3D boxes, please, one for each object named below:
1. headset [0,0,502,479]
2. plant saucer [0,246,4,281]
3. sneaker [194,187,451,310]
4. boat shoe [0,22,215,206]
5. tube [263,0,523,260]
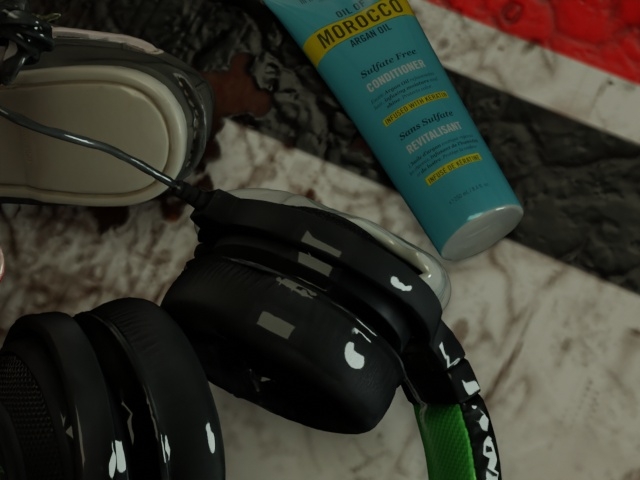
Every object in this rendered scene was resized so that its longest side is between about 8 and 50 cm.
[{"bbox_3d":[-0.071,0.064,0.714,0.243,0.185,0.394,-33,101,-28],"label":"headset"},{"bbox_3d":[-0.277,0.002,0.657,0.258,0.048,0.259,-38,63,8],"label":"plant saucer"},{"bbox_3d":[0.000,0.000,0.803,0.152,0.061,0.053,17,77,11],"label":"sneaker"},{"bbox_3d":[-0.224,-0.077,0.841,0.335,0.095,0.112,6,110,11],"label":"boat shoe"},{"bbox_3d":[0.044,-0.085,0.835,0.080,0.052,0.207,-24,66,-12],"label":"tube"}]
